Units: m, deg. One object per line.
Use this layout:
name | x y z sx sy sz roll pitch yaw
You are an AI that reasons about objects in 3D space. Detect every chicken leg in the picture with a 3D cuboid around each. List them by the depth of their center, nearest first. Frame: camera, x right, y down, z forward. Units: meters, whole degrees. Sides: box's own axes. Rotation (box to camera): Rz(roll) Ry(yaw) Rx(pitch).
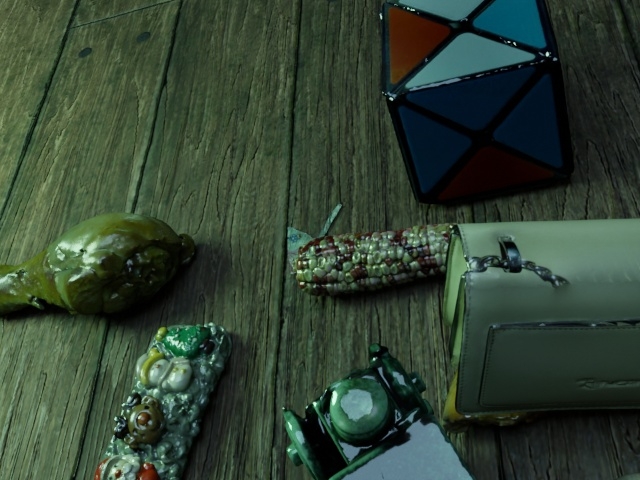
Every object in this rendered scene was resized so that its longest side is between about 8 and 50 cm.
chicken leg | -0.431 0.054 1.369 0.430 0.152 0.201 -12 36 23

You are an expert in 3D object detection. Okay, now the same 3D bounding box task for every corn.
corn | 0.095 0.024 1.192 0.281 0.092 0.092 -9 50 13

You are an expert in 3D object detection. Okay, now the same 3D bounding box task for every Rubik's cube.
Rubik's cube | 0.237 -0.232 1.239 0.247 0.248 0.250 -10 48 14

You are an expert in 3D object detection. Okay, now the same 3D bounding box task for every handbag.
handbag | 0.325 0.074 0.910 0.359 0.236 0.160 -2 53 3

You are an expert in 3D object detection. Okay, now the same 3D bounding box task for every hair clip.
hair clip | -0.233 0.242 1.150 0.139 0.091 0.321 2 55 21

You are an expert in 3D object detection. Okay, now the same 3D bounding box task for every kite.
kite | 0.000 0.000 1.309 0.137 0.005 0.152 25 65 33

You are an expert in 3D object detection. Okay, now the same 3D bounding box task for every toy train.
toy train | 0.078 0.258 0.881 0.167 0.299 0.238 -32 61 -3

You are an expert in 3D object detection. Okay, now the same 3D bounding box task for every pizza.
pizza | 0.252 0.177 1.029 0.161 0.062 0.182 4 49 33

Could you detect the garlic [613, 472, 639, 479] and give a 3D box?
garlic | 0.344 0.342 0.789 0.228 0.152 0.227 -8 58 12
